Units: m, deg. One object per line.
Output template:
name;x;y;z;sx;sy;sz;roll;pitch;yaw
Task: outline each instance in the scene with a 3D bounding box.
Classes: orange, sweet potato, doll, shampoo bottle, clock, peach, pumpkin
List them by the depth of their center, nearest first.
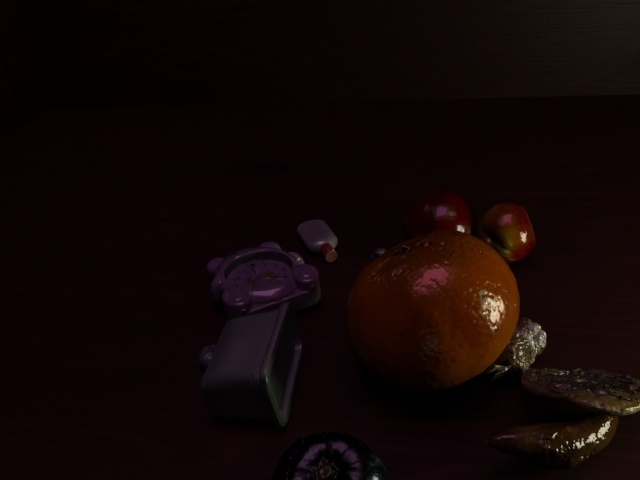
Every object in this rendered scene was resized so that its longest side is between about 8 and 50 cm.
pumpkin;0.016;0.484;1.366;0.233;0.163;0.233;-5;42;5
sweet potato;0.507;0.420;1.460;0.341;0.092;0.114;-6;40;-24
orange;0.257;0.157;1.670;0.424;0.326;0.424;-25;20;10
doll;0.469;0.279;1.695;0.115;0.105;0.221;-23;17;48
clock;-0.181;0.120;2.064;0.295;0.113;0.322;-18;32;-20
peach;0.573;-0.025;2.119;0.192;0.190;0.190;-24;35;-35
peach;0.367;-0.050;2.177;0.243;0.199;0.243;-18;31;11
shampoo bottle;0.000;0.000;2.293;0.108;0.051;0.221;-12;31;-15

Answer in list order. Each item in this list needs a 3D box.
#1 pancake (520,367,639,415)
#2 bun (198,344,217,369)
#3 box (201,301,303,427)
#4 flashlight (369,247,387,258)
pancake;0.590;0.328;1.555;0.282;0.049;0.282;5;4;0
bun;-0.283;0.303;1.836;0.083;0.045;0.083;0;33;0
box;-0.163;0.302;1.712;0.182;0.175;0.312;-7;30;14
flashlight;0.217;0.046;2.195;0.121;0.035;0.057;11;34;27
